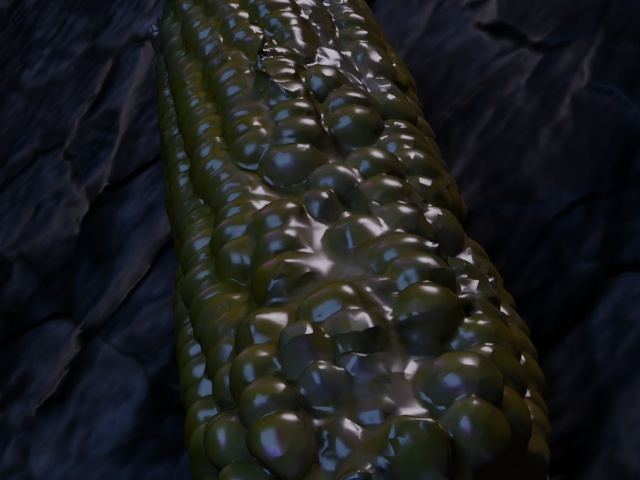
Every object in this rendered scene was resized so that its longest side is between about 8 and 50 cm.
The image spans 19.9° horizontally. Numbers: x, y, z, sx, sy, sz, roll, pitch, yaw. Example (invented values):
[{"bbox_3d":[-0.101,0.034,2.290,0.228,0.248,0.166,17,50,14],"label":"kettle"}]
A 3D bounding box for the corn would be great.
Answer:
[{"bbox_3d":[0.000,0.000,0.482,0.086,0.086,0.288,-36,33,15],"label":"corn"}]
